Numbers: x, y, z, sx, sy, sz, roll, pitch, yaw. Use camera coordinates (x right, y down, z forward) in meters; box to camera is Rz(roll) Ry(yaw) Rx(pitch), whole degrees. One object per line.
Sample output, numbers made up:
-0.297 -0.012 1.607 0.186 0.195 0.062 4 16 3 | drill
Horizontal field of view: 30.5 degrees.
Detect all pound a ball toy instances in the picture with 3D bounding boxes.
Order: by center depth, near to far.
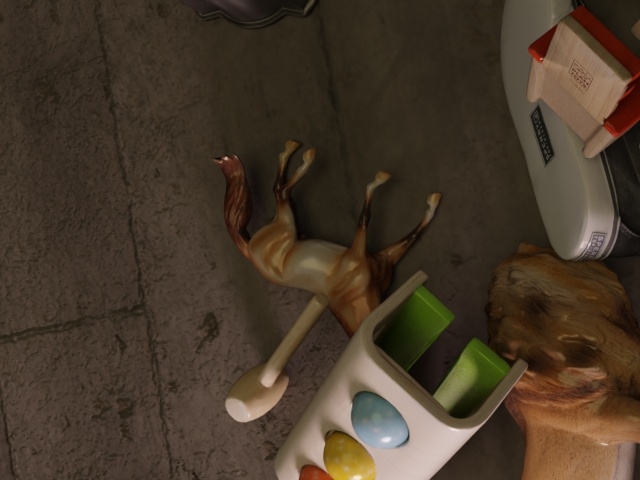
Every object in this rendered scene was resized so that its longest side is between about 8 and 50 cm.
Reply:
0.017 0.152 1.075 0.208 0.136 0.319 42 143 9 | pound a ball toy

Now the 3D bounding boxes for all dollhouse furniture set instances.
0.295 -0.188 0.941 0.259 0.135 0.262 -38 75 -14 | dollhouse furniture set

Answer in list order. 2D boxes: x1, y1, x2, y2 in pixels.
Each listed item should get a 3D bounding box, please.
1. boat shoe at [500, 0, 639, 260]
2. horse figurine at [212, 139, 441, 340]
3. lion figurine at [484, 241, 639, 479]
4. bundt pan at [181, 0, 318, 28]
0.239 -0.124 1.051 0.108 0.102 0.301 120 145 -58 | boat shoe
0.000 0.000 1.188 0.263 0.066 0.174 22 94 22 | horse figurine
0.231 0.210 1.039 0.240 0.142 0.392 16 102 32 | lion figurine
-0.090 -0.387 1.195 0.331 0.124 0.331 1 92 26 | bundt pan
